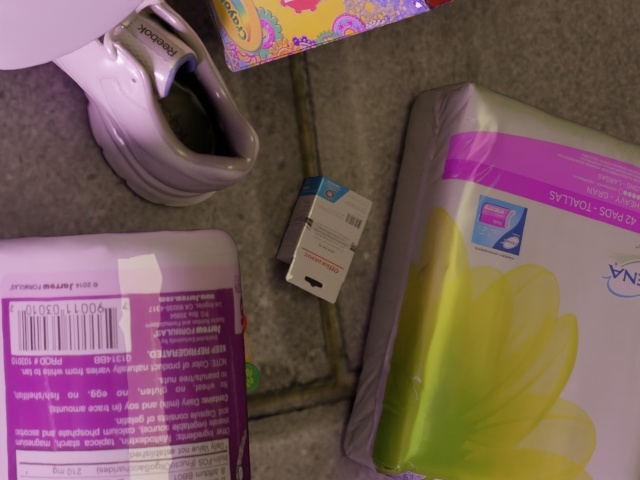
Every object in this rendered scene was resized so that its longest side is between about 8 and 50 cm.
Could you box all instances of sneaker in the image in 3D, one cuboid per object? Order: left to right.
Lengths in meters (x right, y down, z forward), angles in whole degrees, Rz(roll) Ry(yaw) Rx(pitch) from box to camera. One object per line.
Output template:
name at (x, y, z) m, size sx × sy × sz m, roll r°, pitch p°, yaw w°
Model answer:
sneaker at (-0.142, -0.147, 1.138) m, size 0.297 × 0.129 × 0.111 m, roll 46°, pitch 71°, yaw -20°

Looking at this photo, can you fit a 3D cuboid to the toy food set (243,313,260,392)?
toy food set at (-0.083, 0.083, 1.228) m, size 0.082 × 0.020 × 0.083 m, roll -28°, pitch 102°, yaw -28°

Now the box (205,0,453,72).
box at (0.035, -0.300, 1.171) m, size 0.279 × 0.177 × 0.290 m, roll -30°, pitch 104°, yaw -47°

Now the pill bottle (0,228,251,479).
pill bottle at (-0.128, 0.145, 1.114) m, size 0.169 × 0.169 × 0.301 m, roll -3°, pitch 91°, yaw -30°

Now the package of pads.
package of pads at (0.158, 0.052, 1.324) m, size 0.229 × 0.101 × 0.296 m, roll 17°, pitch 81°, yaw -27°

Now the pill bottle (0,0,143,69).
pill bottle at (-0.221, -0.261, 0.998) m, size 0.176 × 0.176 × 0.318 m, roll -25°, pitch 73°, yaw -28°

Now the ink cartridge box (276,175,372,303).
ink cartridge box at (0.000, 0.000, 1.273) m, size 0.048 × 0.028 × 0.083 m, roll 27°, pitch 75°, yaw -27°
